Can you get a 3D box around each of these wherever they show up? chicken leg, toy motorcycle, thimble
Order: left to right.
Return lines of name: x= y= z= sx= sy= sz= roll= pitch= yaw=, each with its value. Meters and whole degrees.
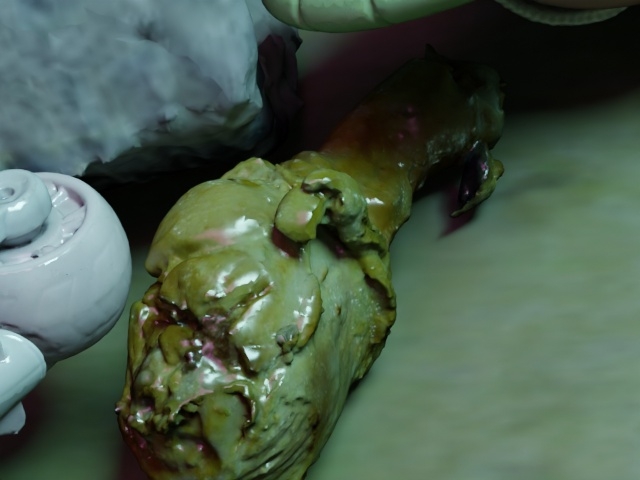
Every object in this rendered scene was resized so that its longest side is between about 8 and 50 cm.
toy motorcycle: x=-0.173 y=0.055 z=0.668 sx=0.254 sy=0.112 sz=0.112 roll=-28 pitch=55 yaw=-20
thimble: x=-0.102 y=-0.138 z=0.779 sx=0.157 sy=0.217 sz=0.245 roll=-11 pitch=78 yaw=11
chicken leg: x=0.000 y=0.000 z=0.737 sx=0.088 sy=0.103 sz=0.227 roll=14 pitch=60 yaw=45

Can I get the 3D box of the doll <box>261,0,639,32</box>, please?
doll: x=0.128 y=-0.146 z=0.741 sx=0.268 sy=0.216 sz=0.284 roll=-10 pitch=24 yaw=30
